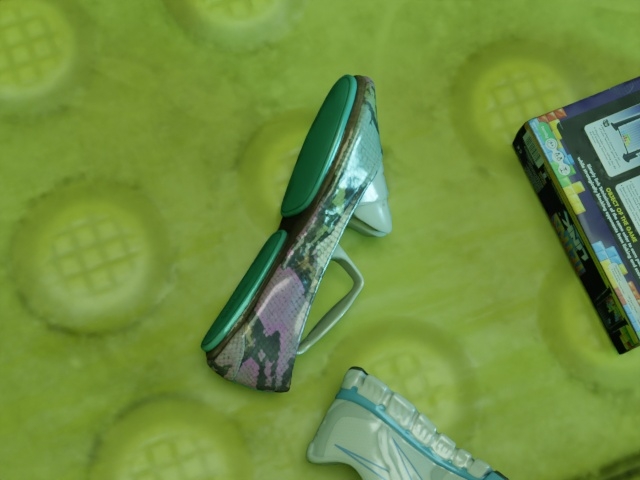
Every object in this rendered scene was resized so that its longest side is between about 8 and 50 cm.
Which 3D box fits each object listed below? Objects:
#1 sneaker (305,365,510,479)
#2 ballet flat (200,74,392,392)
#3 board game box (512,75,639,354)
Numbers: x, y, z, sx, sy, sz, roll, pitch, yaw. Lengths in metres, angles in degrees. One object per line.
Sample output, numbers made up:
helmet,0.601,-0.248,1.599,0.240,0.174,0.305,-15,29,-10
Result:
sneaker,0.073,0.168,0.893,0.191,0.071,0.083,35,80,14
ballet flat,0.000,0.000,0.932,0.079,0.077,0.221,29,78,-16
board game box,0.234,-0.027,0.967,0.141,0.048,0.170,-21,77,-13
